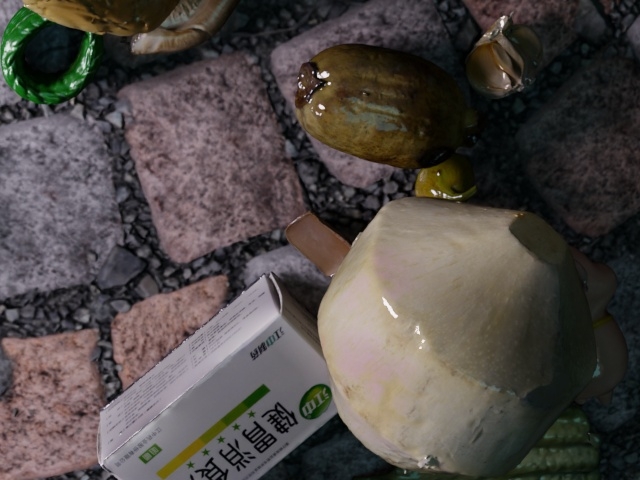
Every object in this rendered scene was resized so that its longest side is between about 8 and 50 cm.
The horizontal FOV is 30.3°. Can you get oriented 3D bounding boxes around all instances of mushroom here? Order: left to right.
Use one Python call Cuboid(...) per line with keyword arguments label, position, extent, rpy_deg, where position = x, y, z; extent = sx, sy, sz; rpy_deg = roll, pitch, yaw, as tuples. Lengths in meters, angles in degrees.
Cuboid(label="mushroom", position=(-0.148, -0.300, 1.436), extent=(0.094, 0.072, 0.210), rpy_deg=(34, 105, -18))

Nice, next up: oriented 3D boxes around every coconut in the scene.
Cuboid(label="coconut", position=(0.172, 0.107, 1.458), extent=(0.352, 0.352, 0.353), rpy_deg=(-3, 111, -9))

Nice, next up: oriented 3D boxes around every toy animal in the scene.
Cuboid(label="toy animal", position=(0.342, 0.119, 1.636), extent=(0.165, 0.149, 0.248), rpy_deg=(-14, 113, 33))

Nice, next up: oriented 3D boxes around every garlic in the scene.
Cuboid(label="garlic", position=(0.242, -0.229, 1.534), extent=(0.113, 0.074, 0.094), rpy_deg=(-37, 77, -2))

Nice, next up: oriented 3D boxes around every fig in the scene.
Cuboid(label="fig", position=(0.168, -0.068, 1.568), extent=(0.084, 0.098, 0.082), rpy_deg=(-23, 114, 8))

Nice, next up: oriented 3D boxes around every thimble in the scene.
Cuboid(label="thimble", position=(-0.321, -0.231, 1.421), extent=(0.118, 0.090, 0.130), rpy_deg=(18, 107, -19))

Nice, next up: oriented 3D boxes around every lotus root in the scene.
Cuboid(label="lotus root", position=(0.094, -0.167, 1.502), extent=(0.260, 0.128, 0.145), rpy_deg=(11, 98, -16))

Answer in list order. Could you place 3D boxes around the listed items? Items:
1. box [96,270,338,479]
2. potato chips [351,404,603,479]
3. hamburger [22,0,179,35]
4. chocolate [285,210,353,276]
Cuboid(label="box", position=(-0.123, 0.217, 1.599), extent=(0.333, 0.145, 0.173), rpy_deg=(-40, 114, 5))
Cuboid(label="potato chips", position=(0.252, 0.377, 1.754), extent=(0.389, 0.097, 0.373), rpy_deg=(19, 100, -15))
Cuboid(label="hamburger", position=(-0.259, -0.363, 1.295), extent=(0.283, 0.144, 0.259), rpy_deg=(8, 94, -39))
Cuboid(label="chocolate", position=(0.000, 0.000, 1.599), extent=(0.100, 0.031, 0.064), rpy_deg=(39, 117, -17))
